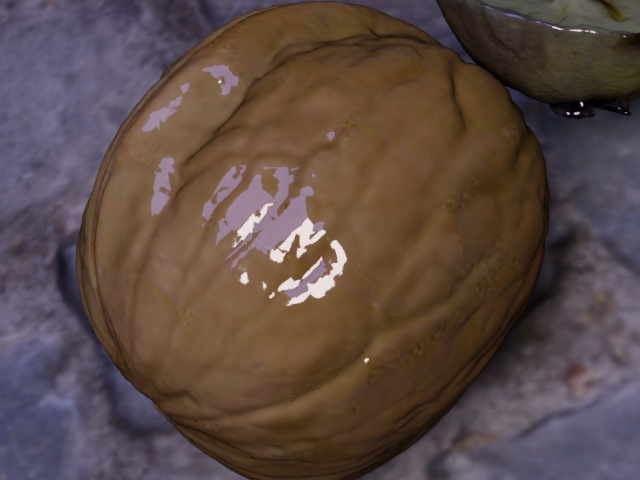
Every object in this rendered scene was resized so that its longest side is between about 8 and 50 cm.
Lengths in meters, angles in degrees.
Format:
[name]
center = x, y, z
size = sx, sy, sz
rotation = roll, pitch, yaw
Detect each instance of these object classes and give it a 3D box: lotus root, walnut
[lotus root]
center = 0.140, -0.110, 0.870
size = 0.183, 0.078, 0.203
rotation = 4, 29, 6
[walnut]
center = 0.000, 0.000, 0.839
size = 0.228, 0.228, 0.228
rotation = -15, 56, 23
